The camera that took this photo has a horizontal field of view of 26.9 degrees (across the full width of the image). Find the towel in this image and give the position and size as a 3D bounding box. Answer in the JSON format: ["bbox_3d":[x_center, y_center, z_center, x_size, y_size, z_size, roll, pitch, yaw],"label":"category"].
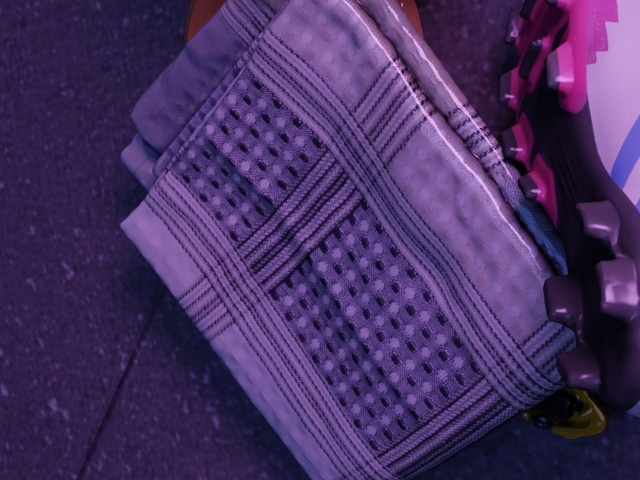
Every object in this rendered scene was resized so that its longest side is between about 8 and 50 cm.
[{"bbox_3d":[0.000,0.000,0.863,0.324,0.056,0.312,56,140,8],"label":"towel"}]

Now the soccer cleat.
[{"bbox_3d":[0.181,-0.040,0.700,0.116,0.143,0.331,106,167,-47],"label":"soccer cleat"}]

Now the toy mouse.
[{"bbox_3d":[0.167,0.052,0.822,0.161,0.031,0.143,14,108,34],"label":"toy mouse"}]

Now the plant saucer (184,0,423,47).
[{"bbox_3d":[-0.022,-0.124,0.918,0.200,0.037,0.200,8,104,34],"label":"plant saucer"}]
